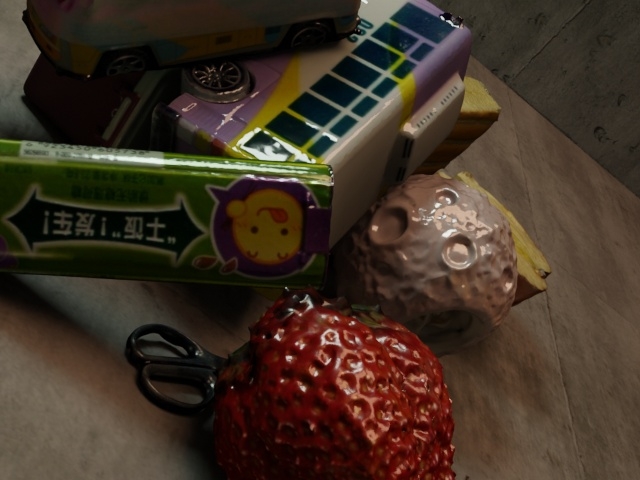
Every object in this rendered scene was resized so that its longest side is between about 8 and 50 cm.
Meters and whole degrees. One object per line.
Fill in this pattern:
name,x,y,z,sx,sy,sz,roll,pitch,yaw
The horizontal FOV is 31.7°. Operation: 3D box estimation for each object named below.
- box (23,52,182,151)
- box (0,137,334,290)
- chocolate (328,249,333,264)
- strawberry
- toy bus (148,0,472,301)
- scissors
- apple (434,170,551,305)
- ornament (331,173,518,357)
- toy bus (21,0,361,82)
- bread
box,-0.225,-0.205,1.443,0.167,0.193,0.294,40,23,14
box,-0.165,-0.024,1.116,0.345,0.134,0.097,3,5,-11
chocolate,0.000,0.000,1.642,0.182,0.028,0.086,25,37,-34
strawberry,0.018,0.198,1.103,0.250,0.238,0.288,-3,59,-53
toy bus,0.003,-0.151,1.405,0.249,0.209,0.440,31,49,16
scissors,-0.092,0.151,1.259,0.300,0.022,0.109,15,40,-49
apple,0.227,0.025,1.781,0.251,0.163,0.293,52,20,12
ornament,0.139,0.028,1.530,0.259,0.259,0.225,23,48,-39
toy bus,-0.139,-0.308,1.267,0.386,0.162,0.171,-14,54,-22
bread,0.176,-0.186,1.971,0.111,0.239,0.246,57,28,15
